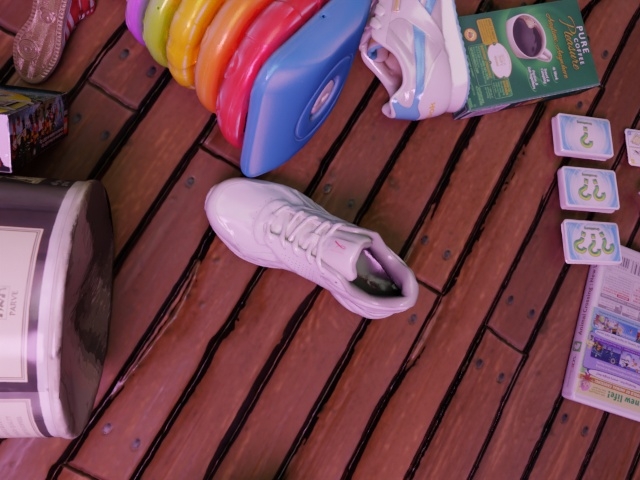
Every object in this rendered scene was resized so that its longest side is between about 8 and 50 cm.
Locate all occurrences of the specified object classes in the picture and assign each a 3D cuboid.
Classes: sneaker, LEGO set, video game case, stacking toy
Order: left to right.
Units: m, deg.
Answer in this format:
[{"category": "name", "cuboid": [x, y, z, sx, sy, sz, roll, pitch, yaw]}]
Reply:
[{"category": "sneaker", "cuboid": [-0.257, -0.211, 0.513, 0.042, 0.067, 0.118, 25, 109, -12]}, {"category": "stacking toy", "cuboid": [-0.119, -0.215, 0.497, 0.302, 0.165, 0.175, 35, 62, 3]}, {"category": "sneaker", "cuboid": [0.000, 0.000, 0.506, 0.232, 0.115, 0.090, 26, 79, -9]}, {"category": "sneaker", "cuboid": [0.087, -0.243, 0.568, 0.092, 0.087, 0.228, -14, 86, -12]}, {"category": "video game case", "cuboid": [0.405, 0.124, 0.636, 0.213, 0.023, 0.193, 20, 80, -11]}, {"category": "LEGO set", "cuboid": [0.399, -0.058, 0.625, 0.245, 0.060, 0.182, 4, 77, -15]}]

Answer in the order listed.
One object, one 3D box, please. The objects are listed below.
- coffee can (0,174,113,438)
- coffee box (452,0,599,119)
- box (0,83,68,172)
[{"category": "coffee can", "cuboid": [-0.314, 0.044, 0.386, 0.276, 0.201, 0.201, 4, 83, -13]}, {"category": "coffee box", "cuboid": [0.230, -0.214, 0.621, 0.184, 0.040, 0.113, -16, 88, -14]}, {"category": "box", "cuboid": [-0.344, -0.103, 0.415, 0.233, 0.159, 0.044, 4, 110, -12]}]
